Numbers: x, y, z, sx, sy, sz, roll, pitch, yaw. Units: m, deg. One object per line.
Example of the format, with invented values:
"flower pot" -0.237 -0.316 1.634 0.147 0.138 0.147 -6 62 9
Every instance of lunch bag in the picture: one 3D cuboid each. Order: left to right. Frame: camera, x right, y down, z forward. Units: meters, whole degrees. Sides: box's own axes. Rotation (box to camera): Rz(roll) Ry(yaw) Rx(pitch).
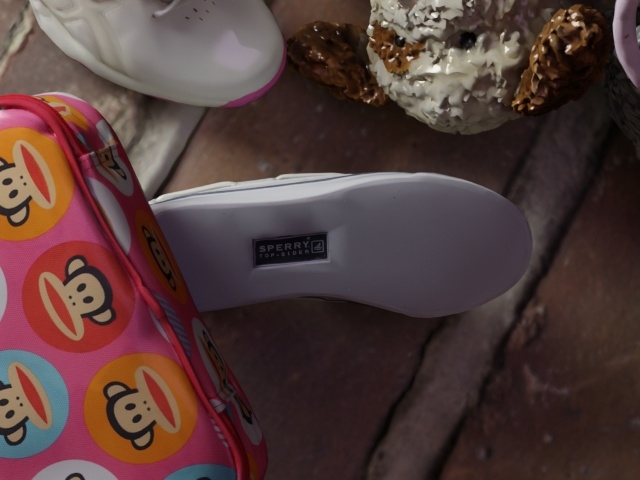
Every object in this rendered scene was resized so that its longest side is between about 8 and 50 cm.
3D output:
"lunch bag" -0.197 0.080 1.175 0.258 0.120 0.293 -28 91 10

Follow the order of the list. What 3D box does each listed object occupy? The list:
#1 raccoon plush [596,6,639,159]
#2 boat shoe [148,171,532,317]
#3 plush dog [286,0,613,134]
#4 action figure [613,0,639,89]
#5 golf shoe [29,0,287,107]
"raccoon plush" 0.367 -0.202 1.372 0.299 0.216 0.446 24 75 -7
"boat shoe" 0.000 0.000 1.286 0.267 0.088 0.096 -6 107 -12
"plush dog" 0.093 -0.182 1.298 0.210 0.262 0.225 4 90 -52
"action figure" 0.351 -0.260 1.160 0.370 0.248 0.275 -1 56 14
"golf shoe" -0.144 -0.193 1.246 0.306 0.140 0.115 35 71 -10
